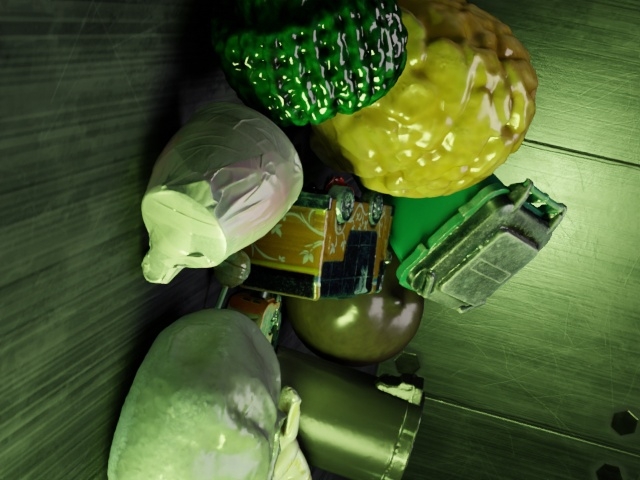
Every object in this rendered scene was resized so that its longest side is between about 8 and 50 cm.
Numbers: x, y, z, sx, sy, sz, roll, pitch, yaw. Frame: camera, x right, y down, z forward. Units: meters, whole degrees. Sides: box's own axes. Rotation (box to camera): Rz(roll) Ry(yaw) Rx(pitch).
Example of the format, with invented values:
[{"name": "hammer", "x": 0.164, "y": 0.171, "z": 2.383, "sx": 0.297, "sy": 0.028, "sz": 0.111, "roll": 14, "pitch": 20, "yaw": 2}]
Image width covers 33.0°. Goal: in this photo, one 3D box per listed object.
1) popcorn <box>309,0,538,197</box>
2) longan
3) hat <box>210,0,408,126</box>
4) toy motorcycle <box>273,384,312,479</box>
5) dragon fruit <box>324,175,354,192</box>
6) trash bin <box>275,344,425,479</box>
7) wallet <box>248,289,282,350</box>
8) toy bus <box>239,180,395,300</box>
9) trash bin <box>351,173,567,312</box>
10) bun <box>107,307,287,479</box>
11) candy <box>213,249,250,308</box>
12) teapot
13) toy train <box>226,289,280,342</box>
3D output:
[{"name": "popcorn", "x": 0.148, "y": -0.241, "z": 1.773, "sx": 0.354, "sy": 0.390, "sz": 0.344, "roll": 10, "pitch": 106, "yaw": -63}, {"name": "longan", "x": 0.063, "y": 0.104, "z": 2.120, "sx": 0.297, "sy": 0.297, "sz": 0.297, "roll": 14, "pitch": 90, "yaw": -79}, {"name": "hat", "x": -0.042, "y": -0.321, "z": 1.299, "sx": 0.274, "sy": 0.242, "sz": 0.332, "roll": 37, "pitch": -31, "yaw": 57}, {"name": "toy motorcycle", "x": -0.105, "y": 0.409, "z": 1.897, "sx": 0.223, "sy": 0.108, "sz": 0.340, "roll": -6, "pitch": 119, "yaw": -32}, {"name": "dragon fruit", "x": 0.039, "y": -0.075, "z": 2.298, "sx": 0.112, "sy": 0.068, "sz": 0.126, "roll": 91, "pitch": 16, "yaw": -48}, {"name": "trash bin", "x": 0.024, "y": 0.330, "z": 2.038, "sx": 0.203, "sy": 0.302, "sz": 0.252, "roll": -70, "pitch": 178, "yaw": -68}, {"name": "wallet", "x": -0.096, "y": 0.121, "z": 1.926, "sx": 0.160, "sy": 0.055, "sz": 0.236, "roll": -68, "pitch": 167, "yaw": -63}, {"name": "toy bus", "x": 0.000, "y": 0.000, "z": 1.809, "sx": 0.323, "sy": 0.162, "sz": 0.194, "roll": 2, "pitch": 96, "yaw": -68}, {"name": "trash bin", "x": 0.232, "y": -0.093, "z": 2.035, "sx": 0.295, "sy": 0.381, "sz": 0.259, "roll": -43, "pitch": 148, "yaw": 16}, {"name": "bun", "x": -0.152, "y": 0.266, "z": 1.456, "sx": 0.354, "sy": 0.194, "sz": 0.354, "roll": 14, "pitch": 90, "yaw": -81}, {"name": "candy", "x": -0.158, "y": 0.106, "z": 1.634, "sx": 0.061, "sy": 0.061, "sz": 0.202, "roll": -19, "pitch": 130, "yaw": -77}, {"name": "teapot", "x": -0.147, "y": -0.052, "z": 1.298, "sx": 0.163, "sy": 0.222, "sz": 0.178, "roll": 56, "pitch": 46, "yaw": -20}, {"name": "toy train", "x": -0.125, "y": 0.167, "z": 1.791, "sx": 0.099, "sy": 0.072, "sz": 0.188, "roll": -14, "pitch": 119, "yaw": -71}]
